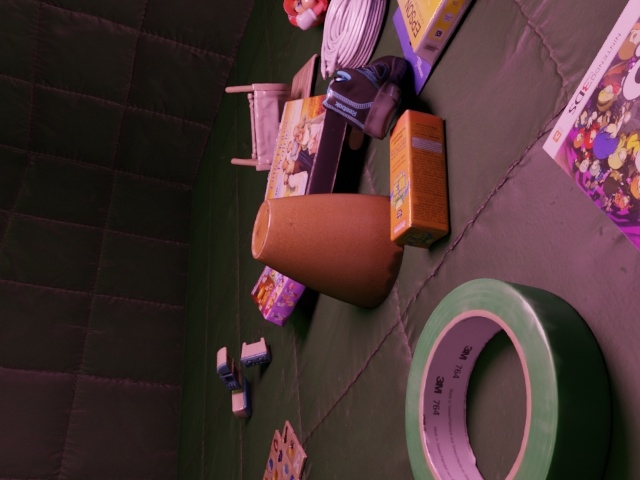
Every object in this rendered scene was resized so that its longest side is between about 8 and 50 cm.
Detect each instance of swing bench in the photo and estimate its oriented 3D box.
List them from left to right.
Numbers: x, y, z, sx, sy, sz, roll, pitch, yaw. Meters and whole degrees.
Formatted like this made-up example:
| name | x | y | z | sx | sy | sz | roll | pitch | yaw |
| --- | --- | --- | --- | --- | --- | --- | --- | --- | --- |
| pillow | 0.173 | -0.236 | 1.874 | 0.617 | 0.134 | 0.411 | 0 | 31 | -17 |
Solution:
| name | x | y | z | sx | sy | sz | roll | pitch | yaw |
| --- | --- | --- | --- | --- | --- | --- | --- | --- | --- |
| swing bench | -0.174 | -0.360 | 1.988 | 0.254 | 0.165 | 0.253 | 22 | 116 | 60 |

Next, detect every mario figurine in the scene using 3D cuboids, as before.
| name | x | y | z | sx | sy | sz | roll | pitch | yaw |
| --- | --- | --- | --- | --- | --- | --- | --- | --- | --- |
| mario figurine | -0.019 | -0.752 | 1.849 | 0.198 | 0.170 | 0.320 | -50 | 8 | -38 |

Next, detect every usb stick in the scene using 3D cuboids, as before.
| name | x | y | z | sx | sy | sz | roll | pitch | yaw |
| --- | --- | --- | --- | --- | --- | --- | --- | --- | --- |
| usb stick | -0.069 | 0.107 | 1.707 | 0.278 | 0.045 | 0.077 | -144 | 60 | -69 |

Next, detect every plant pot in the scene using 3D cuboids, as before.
| name | x | y | z | sx | sy | sz | roll | pitch | yaw |
| --- | --- | --- | --- | --- | --- | --- | --- | --- | --- |
| plant pot | 0.000 | 0.000 | 1.264 | 0.237 | 0.254 | 0.237 | -168 | 90 | -71 |

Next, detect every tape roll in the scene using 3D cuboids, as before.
| name | x | y | z | sx | sy | sz | roll | pitch | yaw |
| --- | --- | --- | --- | --- | --- | --- | --- | --- | --- |
| tape roll | 0.218 | 0.212 | 0.804 | 0.321 | 0.077 | 0.321 | -169 | 90 | -71 |

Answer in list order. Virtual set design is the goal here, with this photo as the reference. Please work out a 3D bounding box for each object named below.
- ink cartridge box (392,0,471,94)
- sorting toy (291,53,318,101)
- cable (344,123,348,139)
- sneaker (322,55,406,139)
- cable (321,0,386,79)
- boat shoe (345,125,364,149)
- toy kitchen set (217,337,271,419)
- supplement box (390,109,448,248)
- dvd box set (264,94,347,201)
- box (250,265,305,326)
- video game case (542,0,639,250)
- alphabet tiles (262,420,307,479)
| name | x | y | z | sx | sy | sz | roll | pitch | yaw |
| --- | --- | --- | --- | --- | --- | --- | --- | --- | --- |
| ink cartridge box | 0.211 | -0.501 | 1.240 | 0.307 | 0.072 | 0.304 | 122 | 151 | -41 |
| sorting toy | -0.059 | -0.471 | 2.023 | 0.193 | 0.038 | 0.208 | 166 | 119 | -68 |
| cable | 0.038 | -0.291 | 1.654 | 0.287 | 0.072 | 0.139 | -178 | 90 | -83 |
| sneaker | 0.091 | -0.319 | 1.282 | 0.341 | 0.139 | 0.125 | -75 | 7 | -63 |
| cable | 0.085 | -0.555 | 1.588 | 0.257 | 0.089 | 0.257 | 128 | 148 | -50 |
| boat shoe | 0.092 | -0.281 | 1.478 | 0.043 | 0.049 | 0.137 | -108 | 30 | -58 |
| toy kitchen set | -0.206 | 0.415 | 1.892 | 0.122 | 0.166 | 0.207 | -100 | -8 | -47 |
| supplement box | 0.171 | -0.109 | 1.112 | 0.078 | 0.080 | 0.233 | 133 | 142 | -59 |
| dvd box set | -0.046 | -0.206 | 1.595 | 0.420 | 0.062 | 0.308 | -148 | 70 | -71 |
| box | -0.071 | 0.053 | 1.617 | 0.293 | 0.057 | 0.201 | -61 | 22 | 3 |
| video game case | 0.353 | -0.130 | 0.672 | 0.232 | 0.042 | 0.210 | -105 | 31 | -52 |
| alphabet tiles | -0.101 | 0.638 | 1.547 | 0.285 | 0.011 | 0.342 | -143 | 66 | -69 |
